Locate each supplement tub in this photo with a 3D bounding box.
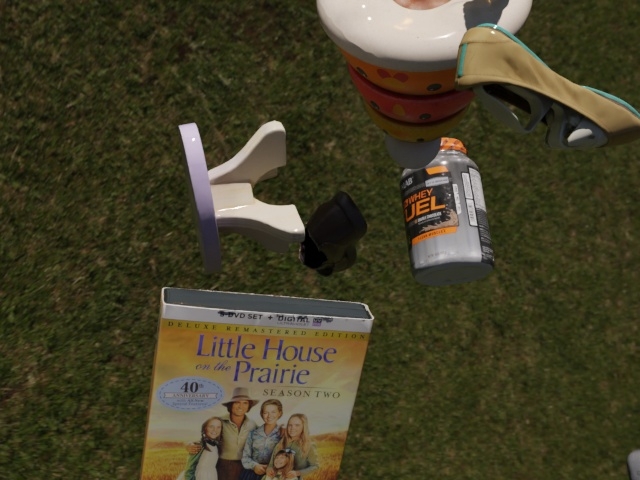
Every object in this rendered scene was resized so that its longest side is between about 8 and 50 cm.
[{"bbox_3d":[0.311,-0.071,1.823,0.207,0.207,0.338,8,66,-32],"label":"supplement tub"}]

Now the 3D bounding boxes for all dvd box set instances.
[{"bbox_3d":[-0.108,0.281,1.094,0.307,0.062,0.420,6,109,-15],"label":"dvd box set"}]

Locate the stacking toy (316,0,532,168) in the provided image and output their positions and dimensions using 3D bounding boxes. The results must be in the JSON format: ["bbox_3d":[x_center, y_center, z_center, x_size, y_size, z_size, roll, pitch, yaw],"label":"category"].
[{"bbox_3d":[0.188,-0.297,1.348,0.350,0.480,0.351,-3,56,5],"label":"stacking toy"}]

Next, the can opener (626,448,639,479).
[{"bbox_3d":[0.422,0.275,0.805,0.283,0.076,0.095,16,65,-48],"label":"can opener"}]

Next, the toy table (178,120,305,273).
[{"bbox_3d":[-0.133,-0.073,1.199,0.160,0.274,0.252,-11,53,-12],"label":"toy table"}]

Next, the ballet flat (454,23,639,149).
[{"bbox_3d":[0.225,-0.130,0.723,0.232,0.080,0.073,23,82,-20],"label":"ballet flat"}]

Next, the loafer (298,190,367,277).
[{"bbox_3d":[0.000,0.000,1.581,0.130,0.366,0.134,-30,76,-13],"label":"loafer"}]
